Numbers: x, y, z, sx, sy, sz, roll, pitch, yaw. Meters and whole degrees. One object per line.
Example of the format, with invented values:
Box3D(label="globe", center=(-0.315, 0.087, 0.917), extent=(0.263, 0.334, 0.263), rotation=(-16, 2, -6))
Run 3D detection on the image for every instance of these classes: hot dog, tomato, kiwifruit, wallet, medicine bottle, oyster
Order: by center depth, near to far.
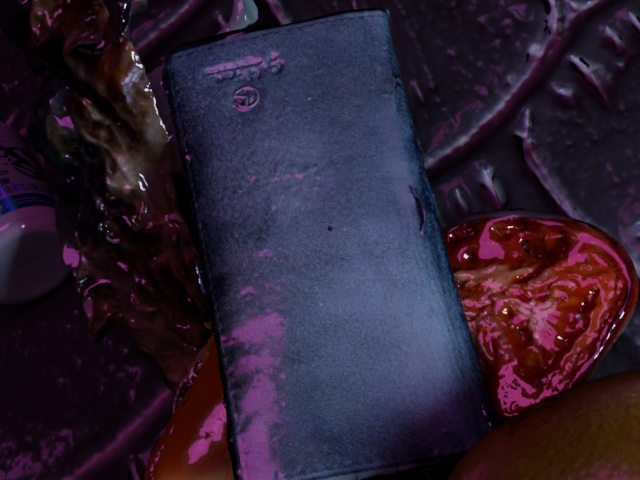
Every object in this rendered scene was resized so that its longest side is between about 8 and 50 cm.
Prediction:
Box3D(label="kiwifruit", center=(0.185, 0.189, 0.954), extent=(0.234, 0.196, 0.196), rotation=(-17, 56, 4))
Box3D(label="wallet", center=(0.000, 0.000, 1.087), extent=(0.190, 0.046, 0.379), rotation=(-11, 65, -5))
Box3D(label="tomato", center=(0.144, 0.055, 1.117), extent=(0.174, 0.082, 0.166), rotation=(31, 81, 29))
Box3D(label="hot dog", center=(-0.032, 0.066, 1.156), extent=(0.100, 0.135, 0.337), rotation=(34, 78, 1))
Box3D(label="oyster", center=(-0.186, -0.047, 1.225), extent=(0.096, 0.361, 0.221), rotation=(-19, 17, -17))
Box3D(label="medicine bottle", center=(-0.300, -0.040, 1.348), extent=(0.107, 0.107, 0.191), rotation=(-36, 55, 0))

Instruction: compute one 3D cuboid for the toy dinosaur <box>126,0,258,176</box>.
Box3D(label="toy dinosaur", center=(-0.118, -0.110, 1.321), extent=(0.205, 0.092, 0.393), rotation=(-30, 56, 5))
